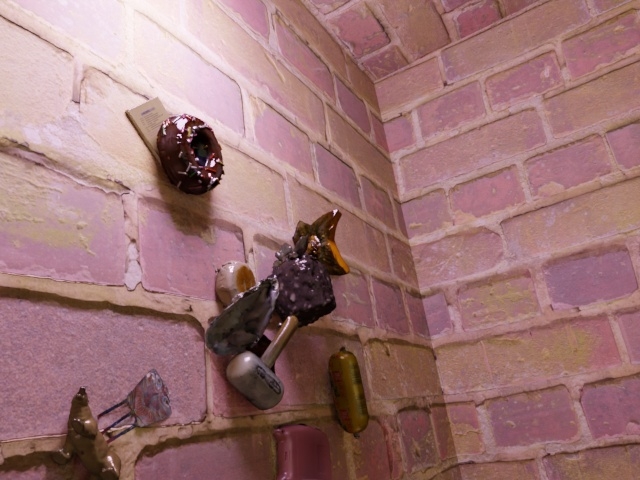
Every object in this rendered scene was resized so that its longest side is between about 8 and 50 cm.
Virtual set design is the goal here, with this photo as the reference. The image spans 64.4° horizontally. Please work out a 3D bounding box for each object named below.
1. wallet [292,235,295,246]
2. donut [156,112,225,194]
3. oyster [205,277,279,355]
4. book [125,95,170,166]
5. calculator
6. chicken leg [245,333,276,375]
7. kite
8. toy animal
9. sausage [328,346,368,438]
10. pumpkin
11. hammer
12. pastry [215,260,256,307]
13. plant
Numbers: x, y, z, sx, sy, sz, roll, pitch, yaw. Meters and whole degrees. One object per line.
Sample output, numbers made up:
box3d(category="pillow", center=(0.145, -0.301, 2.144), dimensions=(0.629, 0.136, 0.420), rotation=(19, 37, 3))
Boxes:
box3d(category="wallet", center=(-0.014, 0.046, 2.194), dimensions=(0.309, 0.042, 0.165), rotation=(-5, 76, -63))
box3d(category="donut", center=(-0.397, -0.269, 1.589), dimensions=(0.270, 0.103, 0.269), rotation=(39, 46, -56))
box3d(category="oyster", center=(-0.230, 0.220, 1.509), dimensions=(0.199, 0.087, 0.252), rotation=(11, 80, -17))
box3d(category="book", center=(-0.495, -0.338, 1.572), dimensions=(0.192, 0.013, 0.168), rotation=(61, 28, -19))
box3d(category="calculator", center=(-0.043, 0.721, 1.683), dimensions=(0.330, 0.048, 0.220), rotation=(36, 41, -52))
box3d(category="chicken leg", center=(-0.184, 0.368, 1.651), dimensions=(0.205, 0.053, 0.093), rotation=(50, 56, -22))
box3d(category="kite", center=(-0.437, 0.393, 1.196), dimensions=(0.229, 0.016, 0.127), rotation=(-15, 83, -66))
box3d(category="toy animal", center=(-0.473, 0.418, 1.043), dimensions=(0.218, 0.103, 0.101), rotation=(63, 10, -10))
box3d(category="sausage", center=(0.107, 0.586, 1.969), dimensions=(0.123, 0.123, 0.347), rotation=(19, 57, -58))
box3d(category="pumpkin", center=(-0.010, 0.023, 1.949), dimensions=(0.095, 0.290, 0.258), rotation=(4, 77, -35))
box3d(category="hammer", center=(-0.153, 0.353, 1.581), dimensions=(0.202, 0.113, 0.305), rotation=(56, 47, -30))
box3d(category="pastry", center=(-0.264, 0.143, 1.607), dimensions=(0.166, 0.088, 0.165), rotation=(36, 47, -51))
box3d(category="plant", center=(-0.085, 0.137, 1.807), dimensions=(0.213, 0.215, 0.312), rotation=(17, 48, -63))
